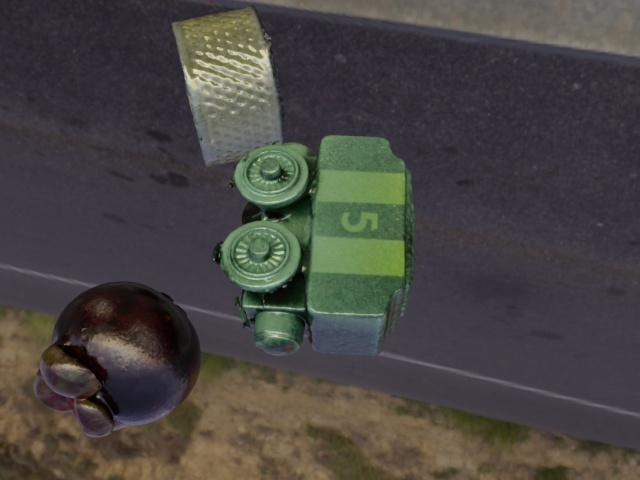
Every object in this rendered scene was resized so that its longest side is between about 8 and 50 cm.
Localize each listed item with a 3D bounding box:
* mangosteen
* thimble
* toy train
[{"bbox_3d":[-0.257,0.154,0.858,0.210,0.209,0.210,13,160,5],"label":"mangosteen"},{"bbox_3d":[-0.163,-0.271,1.176,0.150,0.270,0.270,-14,162,-9],"label":"thimble"},{"bbox_3d":[0.000,0.000,0.831,0.239,0.298,0.166,2,151,3],"label":"toy train"}]
